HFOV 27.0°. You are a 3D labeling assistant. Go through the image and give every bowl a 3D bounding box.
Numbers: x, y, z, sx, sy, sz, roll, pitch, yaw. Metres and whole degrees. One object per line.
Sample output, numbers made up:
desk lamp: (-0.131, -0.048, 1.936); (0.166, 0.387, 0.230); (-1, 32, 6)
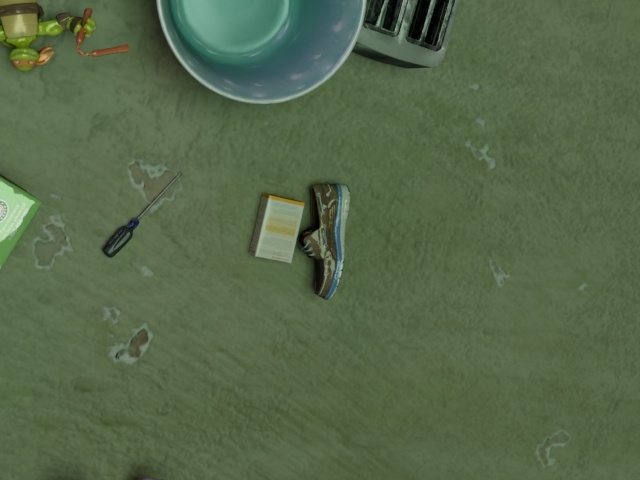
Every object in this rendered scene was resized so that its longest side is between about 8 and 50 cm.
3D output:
bowl: (-0.107, -0.356, 1.933); (0.312, 0.163, 0.311); (-4, 99, -22)

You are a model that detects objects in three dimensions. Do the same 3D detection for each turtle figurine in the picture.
turtle figurine: (-0.410, -0.328, 1.858); (0.270, 0.087, 0.217); (-7, 93, -12)

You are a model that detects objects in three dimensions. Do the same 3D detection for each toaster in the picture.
toaster: (0.110, -0.352, 2.048); (0.168, 0.110, 0.185); (15, 92, -22)

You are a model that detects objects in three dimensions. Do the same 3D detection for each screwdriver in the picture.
screwdriver: (-0.265, -0.041, 2.001); (0.024, 0.025, 0.170); (46, 72, -21)

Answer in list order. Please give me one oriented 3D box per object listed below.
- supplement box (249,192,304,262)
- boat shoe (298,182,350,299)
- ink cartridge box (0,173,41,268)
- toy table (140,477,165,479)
supplement box: (-0.068, -0.019, 2.068); (0.062, 0.036, 0.098); (12, 93, -23)
boat shoe: (0.000, 0.000, 2.089); (0.066, 0.066, 0.183); (6, 86, -18)
ink cartridge box: (-0.589, -0.063, 1.809); (0.353, 0.119, 0.207); (33, 87, -23)
toy table: (-0.325, 0.480, 1.952); (0.161, 0.252, 0.274); (12, 85, -40)
